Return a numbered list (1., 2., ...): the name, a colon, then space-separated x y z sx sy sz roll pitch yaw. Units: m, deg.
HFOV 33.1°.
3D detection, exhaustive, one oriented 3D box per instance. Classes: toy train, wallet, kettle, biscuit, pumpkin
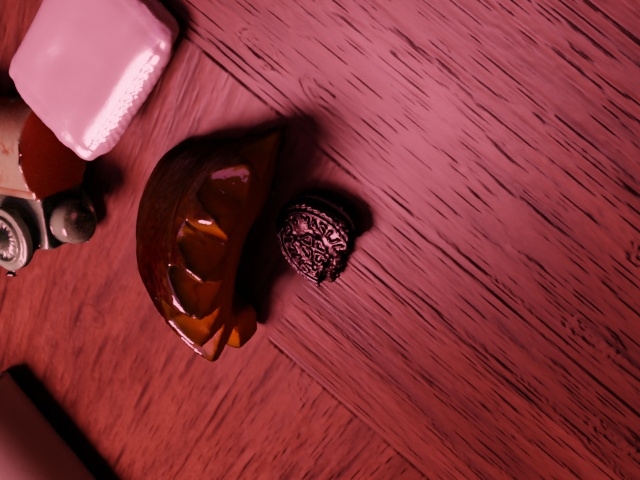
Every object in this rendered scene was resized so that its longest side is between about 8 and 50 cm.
1. toy train: -0.340 -0.074 1.084 0.285 0.116 0.177 10 116 37
2. wallet: -0.196 -0.159 0.924 0.124 0.032 0.183 46 132 3
3. kettle: -0.400 0.359 1.409 0.318 0.205 0.265 50 137 -8
4. biscuit: 0.000 0.000 0.902 0.087 0.027 0.089 -1 120 42
5. pumpkin: -0.127 0.001 0.934 0.149 0.130 0.254 30 139 18
